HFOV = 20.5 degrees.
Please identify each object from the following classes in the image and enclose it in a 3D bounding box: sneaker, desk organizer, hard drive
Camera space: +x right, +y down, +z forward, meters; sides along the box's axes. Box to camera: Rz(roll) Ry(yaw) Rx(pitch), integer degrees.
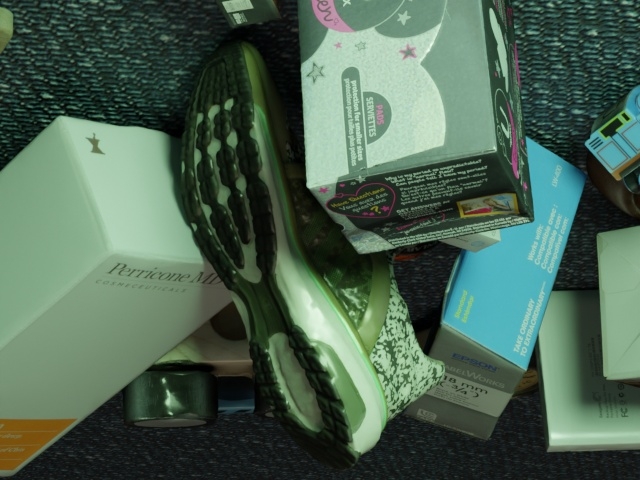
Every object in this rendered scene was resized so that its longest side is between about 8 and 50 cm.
[{"bbox_3d":[0.000,0.000,1.675,0.182,0.410,0.158,-23,-171,-34],"label":"sneaker"},{"bbox_3d":[-0.073,-0.234,1.471,0.047,0.050,0.130,-9,154,13],"label":"desk organizer"},{"bbox_3d":[0.422,0.156,2.177,0.308,0.203,0.040,-1,155,-3],"label":"hard drive"}]

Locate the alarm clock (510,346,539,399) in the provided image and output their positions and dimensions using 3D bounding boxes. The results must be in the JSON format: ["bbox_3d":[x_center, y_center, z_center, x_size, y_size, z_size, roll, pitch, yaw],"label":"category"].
[{"bbox_3d":[0.252,0.160,2.334,0.192,0.064,0.129,-16,152,31],"label":"alarm clock"}]

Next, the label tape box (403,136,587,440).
[{"bbox_3d":[0.189,0.039,1.842,0.106,0.240,0.333,19,155,4],"label":"label tape box"}]

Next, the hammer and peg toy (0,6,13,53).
[{"bbox_3d":[-0.467,-0.164,1.488,0.361,0.127,0.266,11,151,-27],"label":"hammer and peg toy"}]

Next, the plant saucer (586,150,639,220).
[{"bbox_3d":[0.438,-0.078,1.867,0.311,0.050,0.310,-2,154,-1],"label":"plant saucer"}]

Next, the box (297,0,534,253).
[{"bbox_3d":[0.074,-0.137,1.462,0.163,0.247,0.142,-11,152,16],"label":"box"}]

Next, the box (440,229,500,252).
[{"bbox_3d":[0.099,-0.095,1.629,0.145,0.186,0.038,17,148,-38],"label":"box"}]

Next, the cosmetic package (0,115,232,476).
[{"bbox_3d":[-0.295,0.074,1.823,0.453,0.161,0.230,-39,151,31],"label":"cosmetic package"}]

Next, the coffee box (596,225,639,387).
[{"bbox_3d":[0.435,0.090,2.007,0.119,0.168,0.297,-10,163,35],"label":"coffee box"}]

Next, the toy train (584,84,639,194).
[{"bbox_3d":[0.348,-0.117,1.712,0.105,0.080,0.184,45,129,-6],"label":"toy train"}]

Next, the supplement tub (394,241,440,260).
[{"bbox_3d":[0.089,-0.059,1.786,0.117,0.117,0.190,-1,155,-5],"label":"supplement tub"}]

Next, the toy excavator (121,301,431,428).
[{"bbox_3d":[-0.028,0.119,2.105,0.433,0.222,0.445,-2,169,-4],"label":"toy excavator"}]
